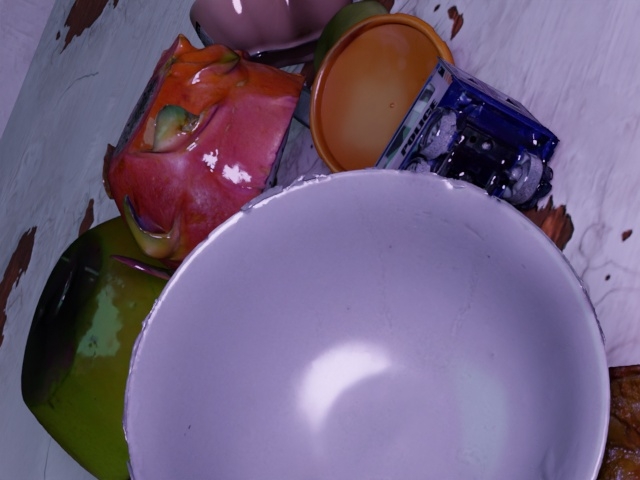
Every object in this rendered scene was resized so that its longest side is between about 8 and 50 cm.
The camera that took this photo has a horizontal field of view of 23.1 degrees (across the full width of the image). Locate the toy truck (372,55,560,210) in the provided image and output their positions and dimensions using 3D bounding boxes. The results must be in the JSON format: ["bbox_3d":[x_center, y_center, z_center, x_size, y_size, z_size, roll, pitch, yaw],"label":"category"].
[{"bbox_3d":[0.095,-0.024,1.468,0.268,0.124,0.155,-58,19,15],"label":"toy truck"}]

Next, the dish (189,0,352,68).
[{"bbox_3d":[-0.051,-0.262,1.909,0.213,0.213,0.090,-29,76,53],"label":"dish"}]

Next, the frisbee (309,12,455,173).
[{"bbox_3d":[0.070,-0.146,1.664,0.192,0.035,0.192,-5,81,37],"label":"frisbee"}]

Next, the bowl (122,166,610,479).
[{"bbox_3d":[0.043,0.133,1.141,0.345,0.157,0.345,-5,66,12],"label":"bowl"}]

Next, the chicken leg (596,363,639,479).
[{"bbox_3d":[0.198,0.182,1.137,0.322,0.083,0.177,-14,62,59],"label":"chicken leg"}]

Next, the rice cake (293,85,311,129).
[{"bbox_3d":[-0.011,-0.157,1.879,0.042,0.045,0.245,-64,25,8],"label":"rice cake"}]

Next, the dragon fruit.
[{"bbox_3d":[-0.145,-0.097,1.792,0.290,0.189,0.290,-159,90,-81],"label":"dragon fruit"}]

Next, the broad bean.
[{"bbox_3d":[0.039,-0.211,1.782,0.124,0.082,0.174,-58,27,22],"label":"broad bean"}]

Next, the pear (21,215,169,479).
[{"bbox_3d":[-0.259,0.107,2.002,0.399,0.165,0.399,-44,33,39],"label":"pear"}]
